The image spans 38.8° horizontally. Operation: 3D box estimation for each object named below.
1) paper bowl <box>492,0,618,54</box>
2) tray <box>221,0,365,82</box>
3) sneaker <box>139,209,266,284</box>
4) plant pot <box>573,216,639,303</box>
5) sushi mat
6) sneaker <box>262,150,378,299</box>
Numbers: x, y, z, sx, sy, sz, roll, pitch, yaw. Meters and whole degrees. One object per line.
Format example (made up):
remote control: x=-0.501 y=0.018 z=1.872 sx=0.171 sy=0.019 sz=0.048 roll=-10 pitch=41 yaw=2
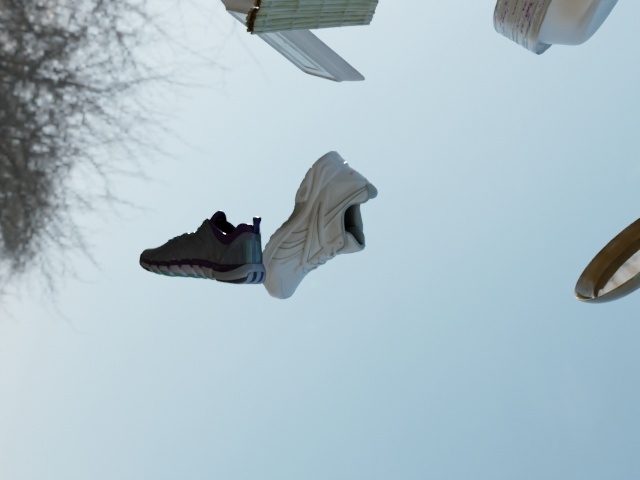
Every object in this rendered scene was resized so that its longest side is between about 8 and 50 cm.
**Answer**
paper bowl: x=0.423 y=-0.442 z=1.512 sx=0.148 sy=0.284 sz=0.284 roll=35 pitch=-59 yaw=16
tray: x=-0.052 y=-0.328 z=1.489 sx=0.145 sy=0.270 sz=0.030 roll=23 pitch=-94 yaw=42
sneaker: x=-0.163 y=0.005 z=1.279 sx=0.224 sy=0.083 sz=0.098 roll=5 pitch=-89 yaw=35
plant pot: x=0.510 y=0.024 z=1.465 sx=0.236 sy=0.032 sz=0.236 roll=-45 pitch=-176 yaw=4
sushi mat: x=0.016 y=-0.328 z=1.103 sx=0.019 sy=0.316 sz=0.151 roll=33 pitch=-63 yaw=18
sneaker: x=0.000 y=0.000 z=1.247 sx=0.115 sy=0.090 sz=0.232 roll=35 pitch=-63 yaw=16
